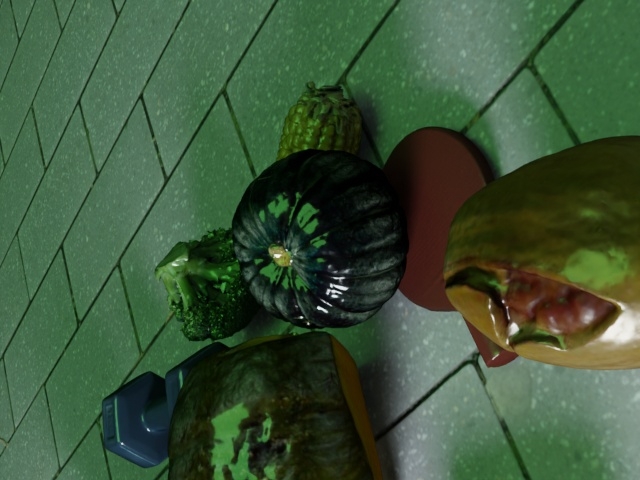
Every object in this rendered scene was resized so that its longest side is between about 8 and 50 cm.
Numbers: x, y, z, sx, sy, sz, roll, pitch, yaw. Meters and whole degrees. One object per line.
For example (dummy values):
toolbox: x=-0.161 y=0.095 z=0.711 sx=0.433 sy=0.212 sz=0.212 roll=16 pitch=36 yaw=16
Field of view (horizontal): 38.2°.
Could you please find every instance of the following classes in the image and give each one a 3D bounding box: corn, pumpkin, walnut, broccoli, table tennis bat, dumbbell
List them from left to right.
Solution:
dumbbell: x=-0.223 y=0.265 z=1.460 sx=0.325 sy=0.160 sz=0.144 roll=-29 pitch=95 yaw=50
broccoli: x=-0.158 y=0.062 z=1.385 sx=0.195 sy=0.156 sz=0.195 roll=-38 pitch=18 yaw=15
pumpkin: x=-0.059 y=0.259 z=1.137 sx=0.303 sy=0.256 sz=0.225 roll=-28 pitch=61 yaw=33
corn: x=-0.022 y=-0.058 z=1.236 sx=0.115 sy=0.115 sz=0.317 roll=41 pitch=121 yaw=48
pumpkin: x=0.000 y=0.000 z=1.091 sx=0.221 sy=0.162 sz=0.220 roll=17 pitch=116 yaw=37
table tennis bat: x=0.143 y=0.005 z=1.055 sx=0.200 sy=0.038 sz=0.310 roll=-55 pitch=46 yaw=40
walnut: x=0.229 y=0.017 z=0.813 sx=0.298 sy=0.203 sz=0.203 roll=-8 pitch=81 yaw=56
